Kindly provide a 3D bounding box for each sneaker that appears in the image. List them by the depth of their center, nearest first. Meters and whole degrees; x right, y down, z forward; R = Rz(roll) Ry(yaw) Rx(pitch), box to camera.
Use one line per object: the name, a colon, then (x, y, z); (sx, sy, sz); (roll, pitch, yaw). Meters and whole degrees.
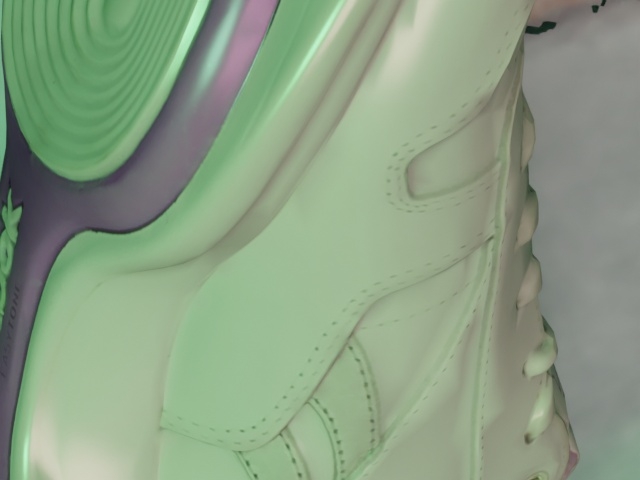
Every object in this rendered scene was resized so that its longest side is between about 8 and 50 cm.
sneaker: (0.000, 0.000, 0.428); (0.152, 0.114, 0.305); (3, 130, -28)
